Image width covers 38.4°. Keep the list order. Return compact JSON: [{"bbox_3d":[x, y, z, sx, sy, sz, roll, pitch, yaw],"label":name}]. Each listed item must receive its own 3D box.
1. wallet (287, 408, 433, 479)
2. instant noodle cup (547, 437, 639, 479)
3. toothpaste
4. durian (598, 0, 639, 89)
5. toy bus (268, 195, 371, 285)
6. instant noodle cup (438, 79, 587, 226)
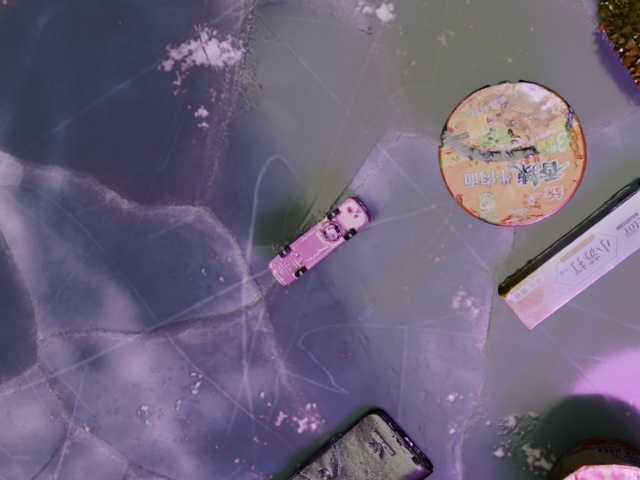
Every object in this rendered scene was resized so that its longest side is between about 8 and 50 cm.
[{"bbox_3d":[0.043,0.466,1.724,0.318,0.045,0.172,-42,89,12],"label":"wallet"},{"bbox_3d":[0.489,0.465,1.547,0.264,0.200,0.264,2,98,13],"label":"instant noodle cup"},{"bbox_3d":[0.452,0.023,1.571,0.313,0.071,0.089,-40,92,13],"label":"toothpaste"},{"bbox_3d":[0.564,-0.341,1.416,0.258,0.258,0.293,-33,50,14],"label":"durian"},{"bbox_3d":[0.000,0.000,1.652,0.203,0.090,0.063,-38,88,15],"label":"toy bus"},{"bbox_3d":[0.316,-0.145,1.517,0.230,0.182,0.230,2,97,12],"label":"instant noodle cup"}]
